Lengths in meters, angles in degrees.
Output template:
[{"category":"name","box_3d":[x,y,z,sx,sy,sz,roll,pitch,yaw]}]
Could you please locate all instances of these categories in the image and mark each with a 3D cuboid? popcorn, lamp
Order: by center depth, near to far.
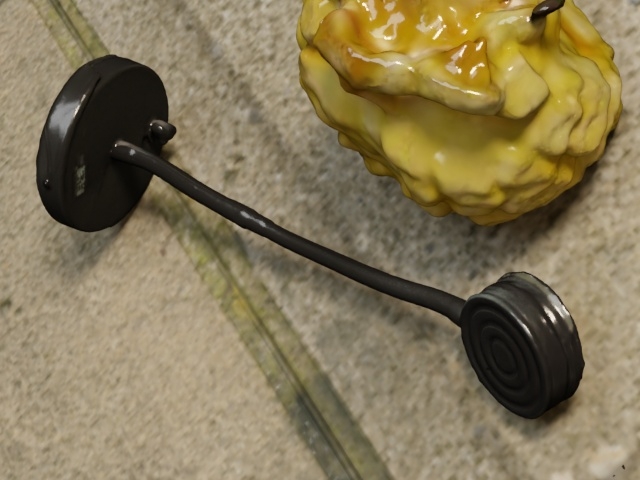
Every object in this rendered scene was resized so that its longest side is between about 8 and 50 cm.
[{"category":"popcorn","box_3d":[0.065,-0.090,0.765,0.170,0.180,0.180,125,143,-48]},{"category":"lamp","box_3d":[-0.031,0.013,0.826,0.108,0.130,0.371,-26,46,-30]}]
